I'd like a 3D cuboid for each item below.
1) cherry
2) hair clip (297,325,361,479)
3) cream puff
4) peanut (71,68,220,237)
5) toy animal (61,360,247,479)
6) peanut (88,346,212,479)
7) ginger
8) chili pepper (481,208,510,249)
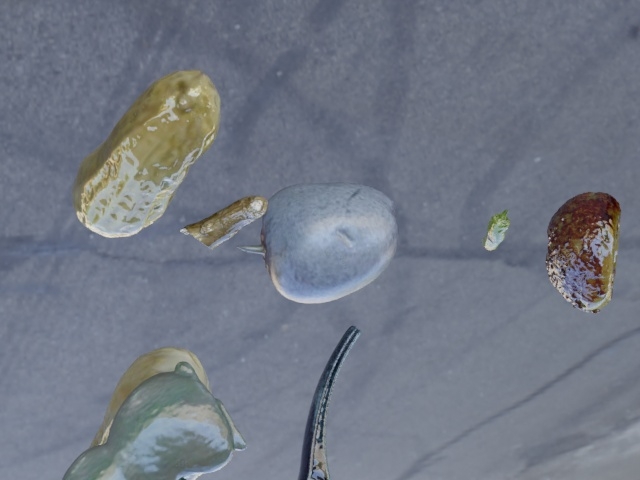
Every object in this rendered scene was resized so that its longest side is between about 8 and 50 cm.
[{"bbox_3d":[0.000,0.000,1.737,0.296,0.218,0.255,-15,-179,-6],"label":"cherry"},{"bbox_3d":[0.009,0.236,1.300,0.083,0.275,0.048,16,154,-8],"label":"hair clip"},{"bbox_3d":[0.315,0.013,1.158,0.084,0.149,0.149,6,158,22],"label":"cream puff"},{"bbox_3d":[-0.243,-0.118,1.339,0.147,0.147,0.305,9,141,-36],"label":"peanut"},{"bbox_3d":[-0.215,0.247,1.027,0.251,0.127,0.125,-31,158,-24],"label":"toy animal"},{"bbox_3d":[-0.221,0.268,1.228,0.152,0.152,0.313,7,128,-34],"label":"peanut"},{"bbox_3d":[-0.120,-0.023,1.239,0.137,0.044,0.057,-26,153,24],"label":"ginger"},{"bbox_3d":[0.342,-0.006,1.914,0.043,0.049,0.208,-20,164,-8],"label":"chili pepper"}]
